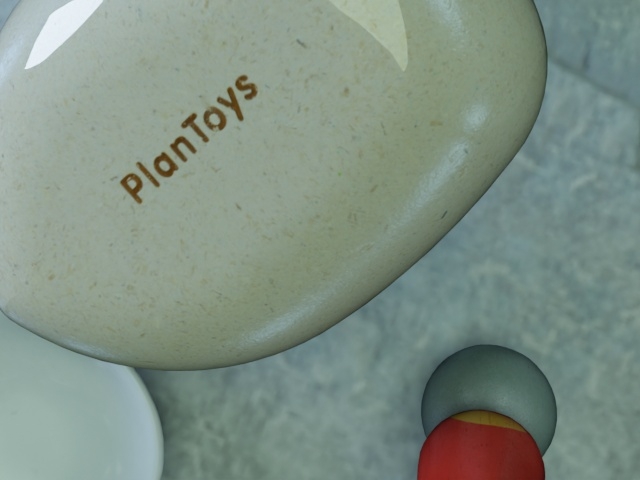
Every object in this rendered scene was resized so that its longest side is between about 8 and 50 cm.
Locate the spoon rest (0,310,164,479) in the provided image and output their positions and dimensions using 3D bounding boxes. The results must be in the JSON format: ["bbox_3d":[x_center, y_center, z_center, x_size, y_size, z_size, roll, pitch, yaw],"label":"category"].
[{"bbox_3d":[-0.197,0.054,0.473,0.276,0.084,0.137,44,89,0],"label":"spoon rest"}]

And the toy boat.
[{"bbox_3d":[0.000,0.000,0.431,0.267,0.148,0.318,-32,100,23],"label":"toy boat"}]
